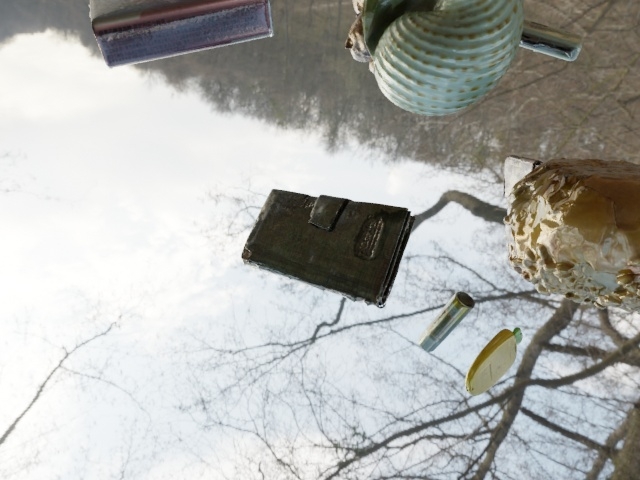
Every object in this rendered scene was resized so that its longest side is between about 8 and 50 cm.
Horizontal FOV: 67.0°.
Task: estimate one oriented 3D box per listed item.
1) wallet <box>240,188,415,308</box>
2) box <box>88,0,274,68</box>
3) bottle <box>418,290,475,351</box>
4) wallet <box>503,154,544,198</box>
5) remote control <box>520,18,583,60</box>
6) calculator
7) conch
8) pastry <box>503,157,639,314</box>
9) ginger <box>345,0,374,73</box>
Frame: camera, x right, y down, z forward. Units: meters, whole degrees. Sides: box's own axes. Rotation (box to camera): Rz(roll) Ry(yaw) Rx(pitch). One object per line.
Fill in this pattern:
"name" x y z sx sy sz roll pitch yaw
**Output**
"wallet" -0.001 0.000 0.848 0.317 0.169 0.044 14 167 39
"box" -0.186 -0.300 0.649 0.224 0.069 0.120 -17 -134 -14
"bottle" 0.471 0.313 1.834 0.082 0.286 0.082 18 -142 -14
"wallet" 0.539 -0.144 1.241 0.031 0.137 0.255 -13 -161 -4
"remote control" 0.513 -0.532 1.237 0.296 0.056 0.140 24 -143 15
"calculator" 0.459 0.313 1.266 0.234 0.146 0.032 -36 -142 -21
"conch" 0.137 -0.225 0.492 0.131 0.200 0.172 11 -126 -39
"pastry" 0.339 -0.006 0.550 0.255 0.162 0.311 6 -163 23
"ginger" 0.161 -0.511 1.048 0.152 0.274 0.357 0 -146 -20
